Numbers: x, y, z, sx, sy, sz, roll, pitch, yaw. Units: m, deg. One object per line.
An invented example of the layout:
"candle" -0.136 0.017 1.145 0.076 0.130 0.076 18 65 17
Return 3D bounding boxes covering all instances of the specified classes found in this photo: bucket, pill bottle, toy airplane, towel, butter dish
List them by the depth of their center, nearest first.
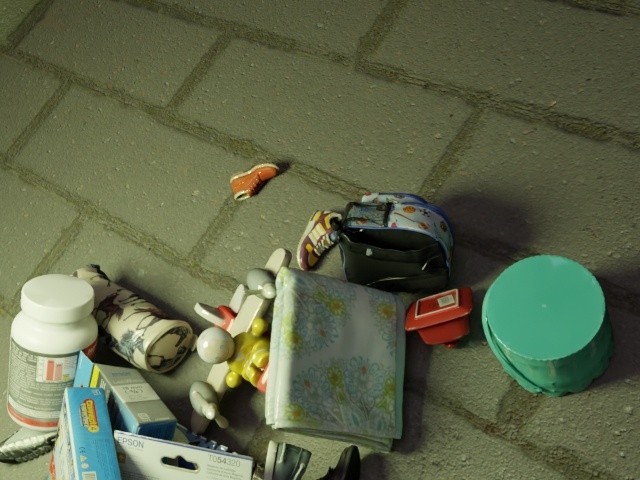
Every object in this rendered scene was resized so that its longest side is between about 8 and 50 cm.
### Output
"bucket" 0.489 0.176 1.651 0.281 0.183 0.281 -11 57 17
"towel" 0.042 0.264 1.710 0.090 0.321 0.374 -32 47 51
"butter dish" 0.288 0.194 1.776 0.160 0.118 0.160 -19 14 15
"toy airplane" -0.197 0.243 1.845 0.384 0.272 0.386 -22 66 33
"pill bottle" -0.681 0.285 1.958 0.210 0.210 0.362 31 119 34

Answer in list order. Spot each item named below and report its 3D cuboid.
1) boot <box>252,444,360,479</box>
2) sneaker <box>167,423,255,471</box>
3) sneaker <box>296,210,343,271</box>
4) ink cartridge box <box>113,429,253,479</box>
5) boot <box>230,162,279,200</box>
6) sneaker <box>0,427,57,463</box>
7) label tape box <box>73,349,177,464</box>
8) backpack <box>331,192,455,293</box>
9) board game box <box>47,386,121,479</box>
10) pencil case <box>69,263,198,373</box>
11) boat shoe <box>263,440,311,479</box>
"boot" -0.051 0.548 1.712 0.229 0.091 0.263 16 70 29
"sneaker" -0.327 0.543 1.810 0.316 0.127 0.182 16 66 28
"sneaker" 0.000 0.000 2.038 0.084 0.069 0.185 4 63 31
"ink cartridge box" -0.291 0.578 1.608 0.324 0.071 0.330 7 91 17
"boot" -0.187 -0.169 2.232 0.158 0.059 0.084 -20 57 21
"sneaker" -0.768 0.505 2.057 0.229 0.086 0.132 -17 50 1
"label tape box" -0.480 0.439 1.827 0.334 0.106 0.240 34 115 45
"backpack" 0.190 0.014 1.851 0.263 0.276 0.213 7 50 23
"board game box" -0.519 0.533 1.666 0.308 0.086 0.302 56 134 51
"pencil case" -0.525 0.209 2.071 0.410 0.159 0.183 26 31 30
"boat shoe" -0.079 0.583 1.604 0.099 0.116 0.319 6 88 -2
